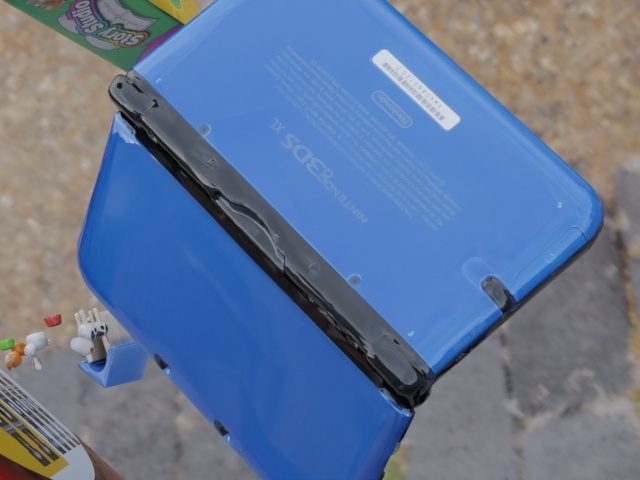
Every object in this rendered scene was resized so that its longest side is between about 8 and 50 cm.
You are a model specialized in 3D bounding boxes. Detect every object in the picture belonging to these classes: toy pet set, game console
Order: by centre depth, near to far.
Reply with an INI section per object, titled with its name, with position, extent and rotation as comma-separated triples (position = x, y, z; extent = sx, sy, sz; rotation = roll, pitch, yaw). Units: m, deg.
[game console]
position = 0.000, 0.000, 1.186
extent = 0.250, 0.173, 0.293
rotation = -40, 67, -12
[toy pet set]
position = -0.216, 0.104, 1.613
extent = 0.122, 0.114, 0.065
rotation = -25, 79, 46

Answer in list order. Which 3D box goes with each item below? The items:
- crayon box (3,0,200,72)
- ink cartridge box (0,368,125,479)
[crayon box]
position = -0.270, -0.357, 1.870
extent = 0.106, 0.363, 0.313
rotation = -28, 73, 13
[ink cartridge box]
position = -0.214, 0.114, 0.877
extent = 0.272, 0.309, 0.130
rotation = 42, 87, 0
